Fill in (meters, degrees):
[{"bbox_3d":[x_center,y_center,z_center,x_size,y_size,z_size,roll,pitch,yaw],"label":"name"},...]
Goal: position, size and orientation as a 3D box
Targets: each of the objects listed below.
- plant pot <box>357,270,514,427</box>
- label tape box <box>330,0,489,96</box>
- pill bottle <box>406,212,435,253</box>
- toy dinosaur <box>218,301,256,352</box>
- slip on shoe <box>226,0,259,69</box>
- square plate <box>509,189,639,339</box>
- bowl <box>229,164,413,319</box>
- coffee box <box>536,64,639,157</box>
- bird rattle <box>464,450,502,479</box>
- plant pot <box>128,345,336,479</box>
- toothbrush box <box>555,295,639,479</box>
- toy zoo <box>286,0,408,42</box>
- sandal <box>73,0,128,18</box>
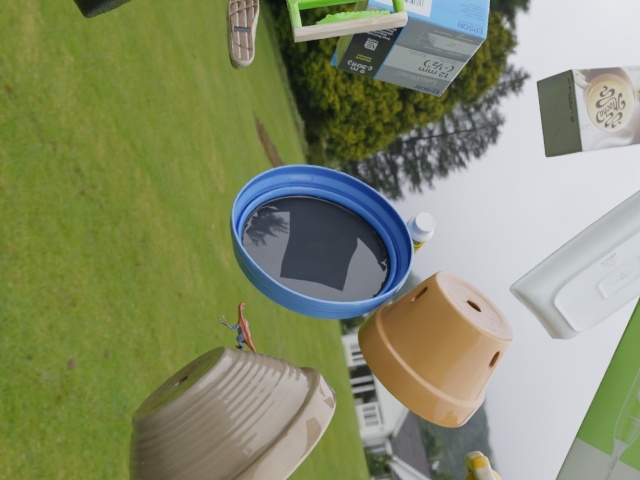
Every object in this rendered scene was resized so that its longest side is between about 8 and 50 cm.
[{"bbox_3d":[0.249,0.199,1.430,0.203,0.291,0.290,-53,-155,21],"label":"plant pot"},{"bbox_3d":[0.174,-0.413,1.524,0.347,0.249,0.115,125,-25,-65],"label":"label tape box"},{"bbox_3d":[0.219,-0.017,1.602,0.116,0.065,0.065,117,-35,-61],"label":"pill bottle"},{"bbox_3d":[-0.132,0.152,1.239,0.047,0.090,0.082,-41,153,-49],"label":"toy dinosaur"},{"bbox_3d":[-0.124,-0.335,1.110,0.041,0.052,0.135,150,-61,-68],"label":"slip on shoe"},{"bbox_3d":[0.553,0.055,1.326,0.344,0.347,0.049,37,18,-51],"label":"square plate"},{"bbox_3d":[0.000,0.000,1.476,0.077,0.392,0.391,112,-26,-44],"label":"bowl"},{"bbox_3d":[0.620,-0.276,1.486,0.119,0.297,0.168,179,-97,-69],"label":"coffee box"},{"bbox_3d":[0.350,0.532,1.430,0.253,0.143,0.206,49,25,-70],"label":"bird rattle"},{"bbox_3d":[-0.110,0.184,0.713,0.109,0.237,0.237,55,0,-8],"label":"plant pot"},{"bbox_3d":[0.376,0.154,0.650,0.122,0.206,0.283,17,97,-60],"label":"toothbrush box"},{"bbox_3d":[0.024,-0.487,1.175,0.030,0.193,0.293,117,-37,-83],"label":"toy zoo"},{"bbox_3d":[-0.212,-0.475,1.057,0.107,0.446,0.167,62,24,-17],"label":"sandal"}]
